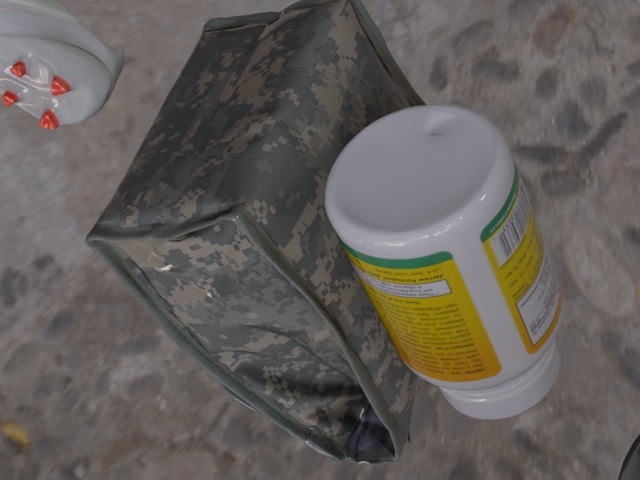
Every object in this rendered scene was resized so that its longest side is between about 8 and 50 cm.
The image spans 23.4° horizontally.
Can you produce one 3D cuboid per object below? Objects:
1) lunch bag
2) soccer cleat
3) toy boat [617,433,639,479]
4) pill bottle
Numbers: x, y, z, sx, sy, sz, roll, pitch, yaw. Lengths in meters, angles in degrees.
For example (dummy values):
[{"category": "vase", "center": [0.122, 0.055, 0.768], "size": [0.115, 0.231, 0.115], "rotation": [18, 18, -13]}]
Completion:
[{"category": "lunch bag", "center": [0.000, 0.000, 1.141], "size": [0.169, 0.235, 0.287], "rotation": [-8, 134, 37]}, {"category": "soccer cleat", "center": [-0.210, -0.137, 0.935], "size": [0.196, 0.076, 0.068], "rotation": [33, 129, 0]}, {"category": "toy boat", "center": [0.129, 0.178, 0.554], "size": [0.148, 0.318, 0.267], "rotation": [-43, 54, -13]}, {"category": "pill bottle", "center": [0.089, 0.022, 0.988], "size": [0.118, 0.117, 0.208], "rotation": [-17, 136, 12]}]
